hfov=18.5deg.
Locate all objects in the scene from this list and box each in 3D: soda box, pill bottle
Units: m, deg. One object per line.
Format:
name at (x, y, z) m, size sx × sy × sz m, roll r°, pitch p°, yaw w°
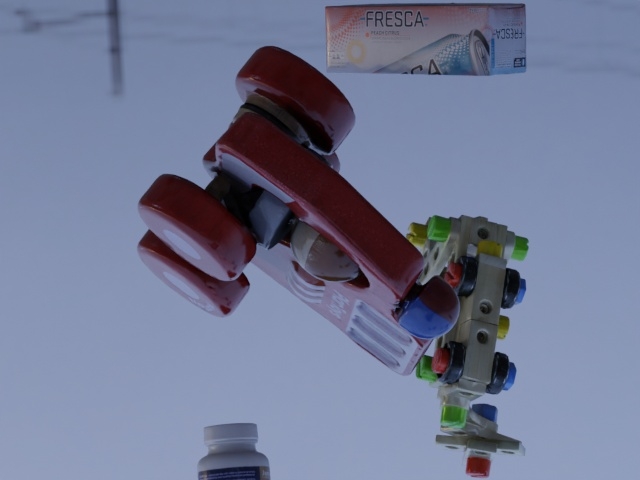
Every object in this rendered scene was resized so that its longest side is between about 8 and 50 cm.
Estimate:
soda box at (0.090, -0.176, 1.712) m, size 0.183 × 0.063 × 0.058 m, roll 5°, pitch -170°, yaw 40°
pill bottle at (-0.077, 0.227, 1.772) m, size 0.067 × 0.120 × 0.067 m, roll -4°, pitch 169°, yaw -1°

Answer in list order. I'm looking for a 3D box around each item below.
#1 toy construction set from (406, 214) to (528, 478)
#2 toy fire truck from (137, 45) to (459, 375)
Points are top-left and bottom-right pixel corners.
toy construction set at (0.166, 0.110, 2.284) m, size 0.151 × 0.327 × 0.215 m, roll 0°, pitch 166°, yaw -18°
toy fire truck at (0.000, 0.000, 1.582) m, size 0.254 × 0.169 × 0.302 m, roll 35°, pitch 165°, yaw 4°
